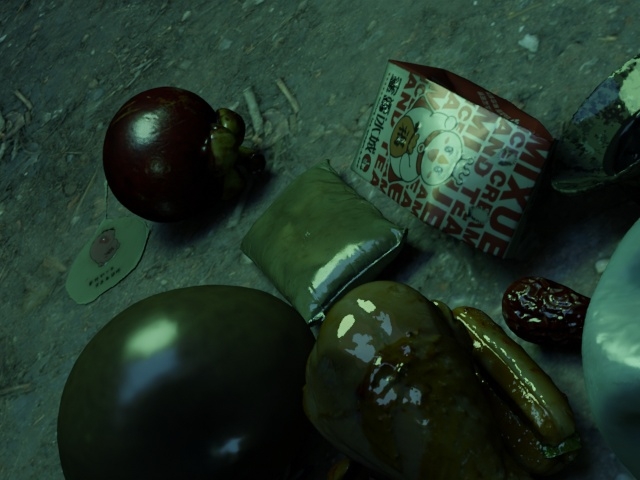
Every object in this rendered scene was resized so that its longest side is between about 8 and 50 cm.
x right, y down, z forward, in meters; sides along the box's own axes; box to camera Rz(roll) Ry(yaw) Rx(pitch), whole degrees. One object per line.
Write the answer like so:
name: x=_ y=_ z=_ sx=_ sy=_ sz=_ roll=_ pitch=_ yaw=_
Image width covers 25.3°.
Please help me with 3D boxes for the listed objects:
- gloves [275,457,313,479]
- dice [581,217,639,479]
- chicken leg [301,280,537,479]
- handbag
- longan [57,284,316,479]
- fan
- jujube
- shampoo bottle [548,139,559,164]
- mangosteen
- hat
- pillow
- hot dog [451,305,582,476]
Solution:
gloves: x=-0.042 y=0.296 z=1.710 sx=0.064 sy=0.026 sz=0.086 roll=-21 pitch=27 yaw=39
dice: x=0.406 y=0.097 z=1.224 sx=0.263 sy=0.268 sz=0.264 roll=-7 pitch=44 yaw=49
chicken leg: x=0.122 y=0.250 z=1.474 sx=0.409 sy=0.182 sz=0.295 roll=45 pitch=126 yaw=30
handbag: x=0.176 y=-0.105 z=1.764 sx=0.298 sy=0.151 sz=0.171 roll=40 pitch=114 yaw=58
longan: x=-0.160 y=0.199 z=1.714 sx=0.350 sy=0.288 sz=0.288 roll=-33 pitch=35 yaw=12
fan: x=-0.361 y=-0.014 z=2.392 sx=0.182 sy=0.010 sz=0.310 roll=-34 pitch=35 yaw=15
jujube: x=0.261 y=0.083 z=1.585 sx=0.129 sy=0.077 sz=0.077 roll=13 pitch=62 yaw=46
shampoo bottle: x=0.320 y=-0.107 z=1.773 sx=0.137 sy=0.027 sz=0.048 roll=11 pitch=63 yaw=50
mangosteen: x=-0.208 y=-0.132 z=2.205 sx=0.258 sy=0.215 sz=0.215 roll=3 pitch=52 yaw=23
hat: x=0.388 y=-0.108 z=1.617 sx=0.265 sy=0.128 sz=0.265 roll=-40 pitch=19 yaw=17
pillow: x=0.000 y=0.000 z=1.947 sx=0.185 sy=0.075 sz=0.302 roll=-43 pitch=31 yaw=-1
hot dog: x=0.207 y=0.163 z=1.538 sx=0.250 sy=0.076 sz=0.104 roll=46 pitch=133 yaw=50
